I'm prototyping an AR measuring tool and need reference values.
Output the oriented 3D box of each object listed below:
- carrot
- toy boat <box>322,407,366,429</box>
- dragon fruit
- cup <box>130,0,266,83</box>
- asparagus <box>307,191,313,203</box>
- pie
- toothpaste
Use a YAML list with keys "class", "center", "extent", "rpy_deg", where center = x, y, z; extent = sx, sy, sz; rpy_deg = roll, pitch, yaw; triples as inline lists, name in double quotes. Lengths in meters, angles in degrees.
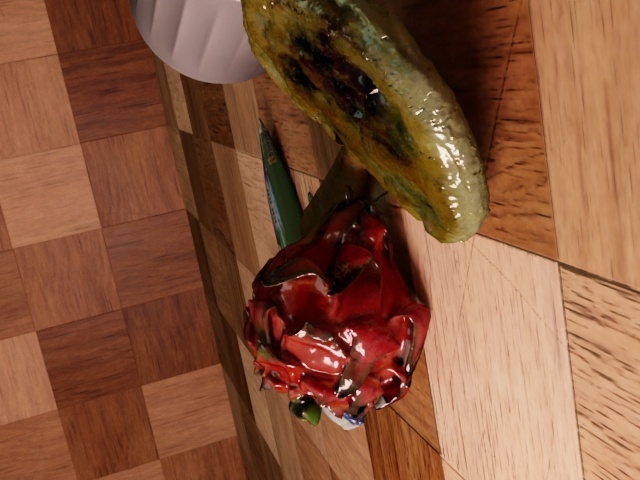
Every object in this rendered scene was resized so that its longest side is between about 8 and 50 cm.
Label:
- class: "carrot"
  center: [0.031, -0.070, 1.074]
  extent: [0.298, 0.078, 0.078]
  rpy_deg: [115, 138, -63]
- class: "toy boat"
  center: [0.028, 0.159, 1.238]
  extent: [0.115, 0.114, 0.262]
  rpy_deg: [-52, 40, 22]
- class: "dragon fruit"
  center: [0.030, 0.076, 0.992]
  extent: [0.293, 0.233, 0.234]
  rpy_deg: [-64, 25, 8]
- class: "cup"
  center: [-0.099, -0.380, 0.998]
  extent: [0.327, 0.236, 0.323]
  rpy_deg: [161, 124, -76]
- class: "asparagus"
  center: [0.000, 0.000, 1.350]
  extent: [0.013, 0.016, 0.166]
  rpy_deg: [-12, 91, 61]
- class: "pie"
  center: [0.041, -0.124, 0.738]
  extent: [0.323, 0.070, 0.323]
  rpy_deg: [48, 176, 5]
- class: "toothpaste"
  center: [-0.056, -0.027, 1.437]
  extent: [0.099, 0.061, 0.392]
  rpy_deg: [78, 175, -73]
